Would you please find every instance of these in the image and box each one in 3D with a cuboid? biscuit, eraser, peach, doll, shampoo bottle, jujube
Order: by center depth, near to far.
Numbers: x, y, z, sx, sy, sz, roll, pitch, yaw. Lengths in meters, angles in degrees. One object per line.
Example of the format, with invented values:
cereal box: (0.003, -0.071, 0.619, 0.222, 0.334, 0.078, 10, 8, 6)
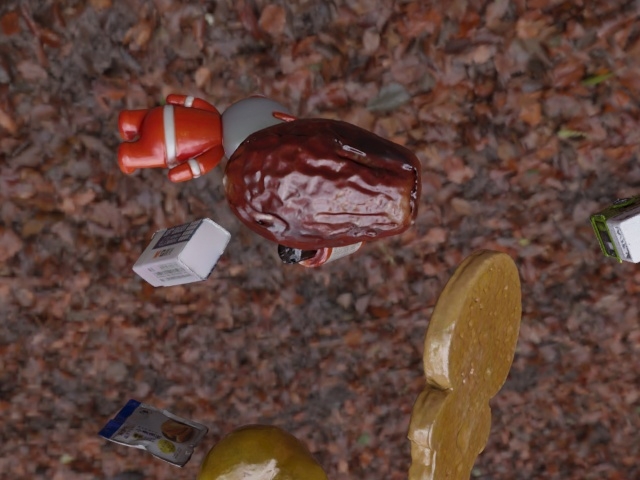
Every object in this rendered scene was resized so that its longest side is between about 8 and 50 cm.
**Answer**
biscuit: (0.157, 0.150, 0.912, 0.044, 0.288, 0.202, 14, 178, 34)
jujube: (0.001, -0.080, 1.219, 0.291, 0.197, 0.197, 6, 147, 13)
doll: (-0.163, -0.173, 1.372, 0.337, 0.199, 0.105, -5, 142, -8)
peach: (-0.108, 0.458, 1.480, 0.251, 0.251, 0.153, -10, 173, 0)
shampoo bottle: (0.000, 0.000, 1.852, 0.104, 0.104, 0.278, -33, 172, 30)
eraser: (-0.323, 0.031, 1.895, 0.086, 0.130, 0.287, 40, 156, -23)

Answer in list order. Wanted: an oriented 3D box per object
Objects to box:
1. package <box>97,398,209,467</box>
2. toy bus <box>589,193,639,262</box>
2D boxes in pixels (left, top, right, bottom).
package: (-0.312, 0.363, 1.561, 0.173, 0.171, 0.027, 22, 105, 3)
toy bus: (0.695, -0.062, 1.616, 0.302, 0.139, 0.113, -25, 100, 1)
